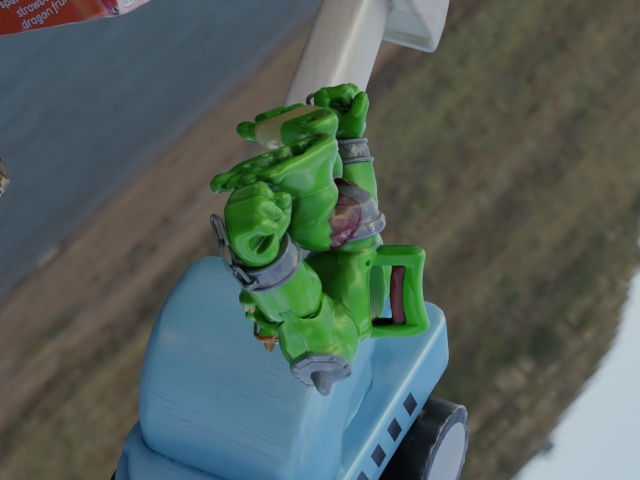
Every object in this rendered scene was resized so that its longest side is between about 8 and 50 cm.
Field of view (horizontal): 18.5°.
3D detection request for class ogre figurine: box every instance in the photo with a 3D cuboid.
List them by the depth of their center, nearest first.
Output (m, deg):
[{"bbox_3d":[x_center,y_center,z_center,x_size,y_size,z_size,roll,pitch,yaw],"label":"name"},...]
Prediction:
[{"bbox_3d":[0.000,0.000,0.986,0.097,0.118,0.197,-17,-164,-1],"label":"ogre figurine"}]

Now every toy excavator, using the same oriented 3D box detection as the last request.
[{"bbox_3d":[-0.008,0.035,1.507,0.433,0.222,0.445,-55,152,-35],"label":"toy excavator"}]

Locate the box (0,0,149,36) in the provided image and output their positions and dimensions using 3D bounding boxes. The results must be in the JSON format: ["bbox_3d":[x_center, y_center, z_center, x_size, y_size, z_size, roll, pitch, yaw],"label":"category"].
[{"bbox_3d":[-0.132,-0.224,1.256,0.128,0.123,0.257,-5,-161,29],"label":"box"}]

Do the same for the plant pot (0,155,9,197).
[{"bbox_3d":[-0.287,-0.017,1.184,0.165,0.167,0.167,-46,180,11],"label":"plant pot"}]
